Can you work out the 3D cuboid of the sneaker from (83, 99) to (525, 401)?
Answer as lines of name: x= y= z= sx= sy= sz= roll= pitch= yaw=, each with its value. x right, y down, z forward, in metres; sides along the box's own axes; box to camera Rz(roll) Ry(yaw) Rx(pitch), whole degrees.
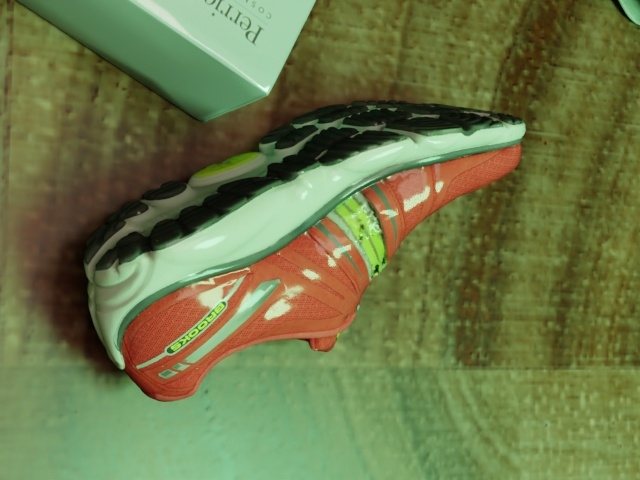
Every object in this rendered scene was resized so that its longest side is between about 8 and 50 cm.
sneaker: x=0.000 y=0.000 z=0.657 sx=0.279 sy=0.107 sz=0.118 roll=-25 pitch=116 yaw=-26

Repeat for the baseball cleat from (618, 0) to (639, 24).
baseball cleat: x=0.281 y=-0.199 z=0.849 sx=0.206 sy=0.072 sz=0.109 roll=-2 pitch=100 yaw=-25

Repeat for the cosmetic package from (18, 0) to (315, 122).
cosmetic package: x=-0.134 y=-0.282 z=0.597 sx=0.377 sy=0.097 sz=0.284 roll=32 pitch=73 yaw=-23
